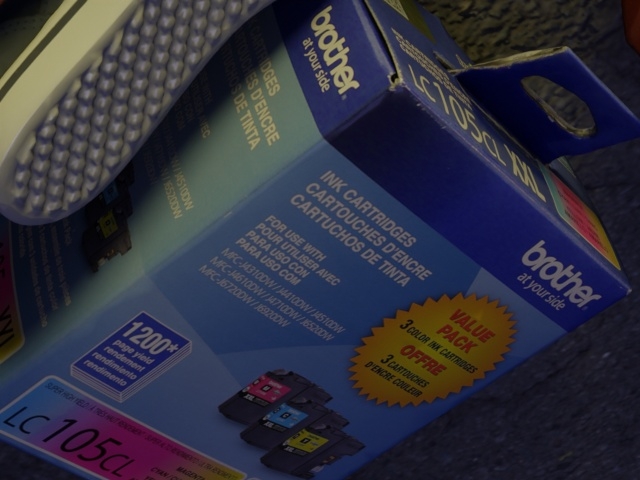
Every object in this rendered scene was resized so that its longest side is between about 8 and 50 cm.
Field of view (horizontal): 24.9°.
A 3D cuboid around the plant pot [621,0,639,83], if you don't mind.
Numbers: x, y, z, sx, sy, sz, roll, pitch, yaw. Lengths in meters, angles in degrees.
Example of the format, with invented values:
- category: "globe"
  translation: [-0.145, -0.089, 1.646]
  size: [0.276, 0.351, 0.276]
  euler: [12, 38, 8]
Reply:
- category: "plant pot"
  translation: [0.319, -0.156, 0.771]
  size: [0.265, 0.272, 0.272]
  euler: [3, 135, -11]

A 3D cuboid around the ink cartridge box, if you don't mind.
- category: "ink cartridge box"
  translation: [0.000, 0.000, 0.892]
  size: [0.395, 0.151, 0.270]
  euler: [-38, 135, 18]

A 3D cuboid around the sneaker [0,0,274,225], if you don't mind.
- category: "sneaker"
  translation: [-0.077, -0.163, 0.710]
  size: [0.321, 0.127, 0.126]
  euler: [-45, 153, -7]
